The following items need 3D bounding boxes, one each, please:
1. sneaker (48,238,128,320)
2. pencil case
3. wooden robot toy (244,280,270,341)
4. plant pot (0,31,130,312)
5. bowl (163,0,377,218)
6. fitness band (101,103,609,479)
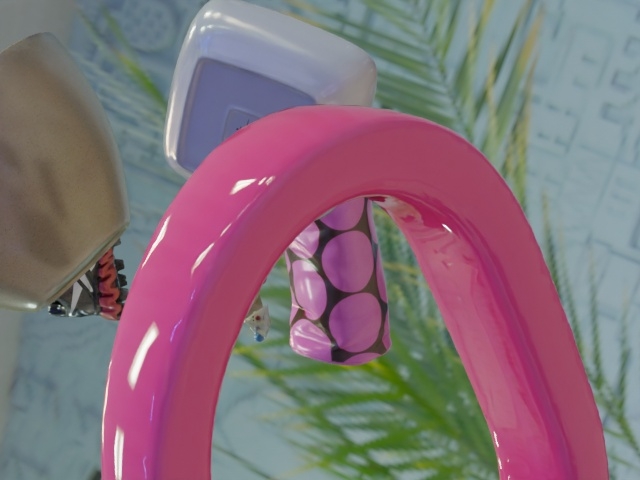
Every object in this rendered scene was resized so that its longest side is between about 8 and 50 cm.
[{"bbox_3d":[-0.338,0.004,1.910,0.098,0.135,0.276,-107,12,-49],"label":"sneaker"},{"bbox_3d":[0.000,0.000,1.170,0.095,0.098,0.209,-37,-59,-65],"label":"pencil case"},{"bbox_3d":[-0.110,0.054,1.664,0.173,0.079,0.076,-111,26,-52],"label":"wooden robot toy"},{"bbox_3d":[-0.302,-0.040,1.400,0.284,0.191,0.284,-44,2,2],"label":"plant pot"},{"bbox_3d":[-0.043,-0.082,0.969,0.053,0.142,0.142,-53,-17,-57],"label":"bowl"},{"bbox_3d":[0.021,0.090,0.495,0.209,0.054,0.291,-47,-50,-29],"label":"fitness band"}]
